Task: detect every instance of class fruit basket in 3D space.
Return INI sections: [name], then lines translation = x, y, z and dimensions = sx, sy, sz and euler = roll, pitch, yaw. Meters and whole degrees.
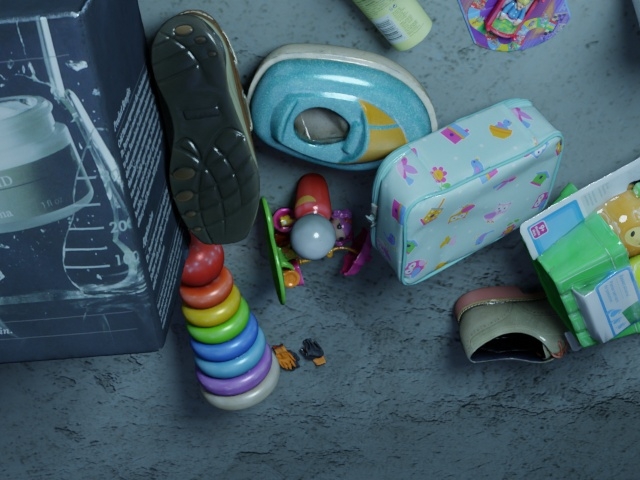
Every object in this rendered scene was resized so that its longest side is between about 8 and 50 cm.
[fruit basket]
translation = 0.489, -0.002, 1.807
dimensions = 0.353, 0.165, 0.327
euler = -26, 136, 5

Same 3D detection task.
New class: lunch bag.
[lunch bag]
translation = 0.194, -0.064, 1.718
dimensions = 0.279, 0.108, 0.224
euler = -25, 150, -17

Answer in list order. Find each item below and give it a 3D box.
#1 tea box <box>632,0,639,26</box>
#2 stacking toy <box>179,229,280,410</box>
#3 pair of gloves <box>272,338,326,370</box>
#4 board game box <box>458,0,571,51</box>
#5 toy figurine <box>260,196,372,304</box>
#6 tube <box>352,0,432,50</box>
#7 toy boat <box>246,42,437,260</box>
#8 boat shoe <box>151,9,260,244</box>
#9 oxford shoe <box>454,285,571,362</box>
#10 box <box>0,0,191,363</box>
[tea box]
translation = 0.563, -0.367, 1.406
dimensions = 0.328, 0.220, 0.324
euler = 7, 136, -7
[stacking toy]
translation = -0.166, 0.120, 1.979
dimensions = 0.141, 0.141, 0.330
euler = -8, 131, 9
[pair of gloves]
translation = -0.036, 0.199, 2.139
dimensions = 0.083, 0.010, 0.074
euler = -15, 133, 14
[board game box]
translation = 0.251, -0.304, 1.605
dimensions = 0.133, 0.033, 0.169
euler = -15, 133, 15
[toy figurine]
translation = 0.000, 0.000, 1.888
dimensions = 0.159, 0.130, 0.173
euler = -12, 111, -6
[tube]
translation = 0.051, -0.343, 1.556
dimensions = 0.240, 0.062, 0.070
euler = 44, 78, -30
[toy boat]
translation = 0.018, -0.120, 1.713
dimensions = 0.267, 0.148, 0.318
euler = 9, 135, -9
[boat shoe]
translation = -0.141, -0.155, 1.652
dimensions = 0.122, 0.120, 0.324
euler = -1, 116, 8
[oxford shoe]
translation = 0.395, 0.145, 1.994
dimensions = 0.348, 0.130, 0.123
euler = -8, 135, 8
[box]
translation = -0.452, -0.106, 1.572
dimensions = 0.479, 0.297, 0.472
euler = -5, 121, 6
